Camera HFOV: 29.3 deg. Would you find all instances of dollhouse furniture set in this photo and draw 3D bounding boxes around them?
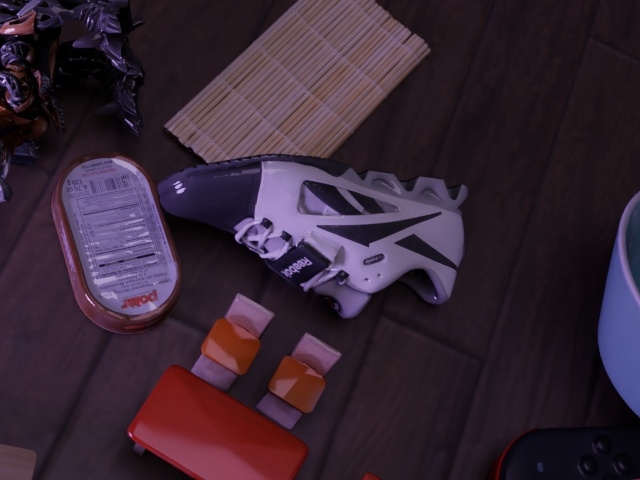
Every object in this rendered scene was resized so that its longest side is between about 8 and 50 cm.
[{"bbox_3d":[-0.045,0.209,1.101,0.259,0.135,0.262,31,61,-1],"label":"dollhouse furniture set"}]

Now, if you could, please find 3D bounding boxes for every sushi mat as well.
[{"bbox_3d":[-0.018,-0.170,1.351,0.151,0.019,0.316,40,61,4],"label":"sushi mat"}]

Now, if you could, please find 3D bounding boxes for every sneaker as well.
[{"bbox_3d":[0.000,0.000,1.214,0.330,0.122,0.146,6,77,-20],"label":"sneaker"}]

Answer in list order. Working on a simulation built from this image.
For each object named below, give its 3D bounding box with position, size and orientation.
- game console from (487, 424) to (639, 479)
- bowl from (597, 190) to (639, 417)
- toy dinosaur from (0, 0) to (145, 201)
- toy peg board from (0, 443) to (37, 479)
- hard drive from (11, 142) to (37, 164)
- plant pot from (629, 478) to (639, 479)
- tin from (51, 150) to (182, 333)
[{"bbox_3d":[0.342,0.369,1.190,0.341,0.060,0.387,0,67,-17],"label":"game console"},{"bbox_3d":[0.410,0.100,1.250,0.311,0.163,0.312,12,46,-13],"label":"bowl"},{"bbox_3d":[-0.287,-0.190,1.186,0.218,0.164,0.322,1,87,1],"label":"toy dinosaur"},{"bbox_3d":[-0.340,0.251,1.039,0.161,0.079,0.161,14,47,-11],"label":"toy peg board"},{"bbox_3d":[-0.330,-0.144,1.241,0.094,0.022,0.135,7,65,-14],"label":"hard drive"},{"bbox_3d":[0.306,0.373,1.014,0.243,0.275,0.275,36,61,-12],"label":"plant pot"},{"bbox_3d":[-0.201,-0.001,1.209,0.106,0.040,0.190,-14,71,-18],"label":"tin"}]
